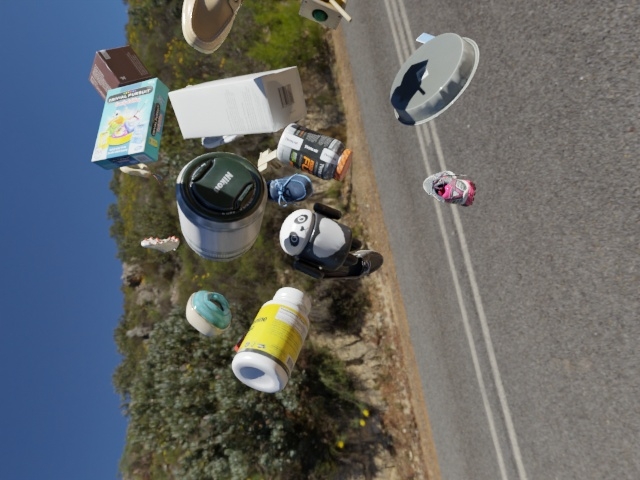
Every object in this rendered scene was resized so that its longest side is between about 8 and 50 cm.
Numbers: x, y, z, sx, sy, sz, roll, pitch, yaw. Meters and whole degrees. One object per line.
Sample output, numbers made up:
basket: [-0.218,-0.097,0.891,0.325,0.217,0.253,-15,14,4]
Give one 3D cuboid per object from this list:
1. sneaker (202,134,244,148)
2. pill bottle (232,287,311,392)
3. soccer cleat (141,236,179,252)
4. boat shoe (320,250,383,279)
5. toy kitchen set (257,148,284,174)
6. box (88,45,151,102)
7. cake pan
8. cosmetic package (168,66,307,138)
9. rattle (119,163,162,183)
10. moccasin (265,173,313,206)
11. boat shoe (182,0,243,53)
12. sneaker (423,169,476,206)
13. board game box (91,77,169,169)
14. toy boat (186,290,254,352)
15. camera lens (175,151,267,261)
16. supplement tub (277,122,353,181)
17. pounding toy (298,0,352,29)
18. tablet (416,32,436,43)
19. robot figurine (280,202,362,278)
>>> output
sneaker: [-0.432,-0.476,1.750,0.281,0.105,0.115,0,113,45]
pill bottle: [-0.150,0.328,1.383,0.334,0.188,0.188,-64,-21,-46]
soccer cleat: [-0.777,0.027,1.959,0.068,0.196,0.076,30,111,31]
boat shoe: [0.115,0.109,1.596,0.095,0.335,0.112,-142,51,-63]
toy kitchen set: [-0.133,-0.223,1.184,0.075,0.068,0.083,39,-140,-41]
box: [-0.923,-0.749,1.849,0.203,0.167,0.168,-27,101,47]
cake pan: [0.319,-0.480,1.183,0.293,0.054,0.293,-33,43,38]
cosmetic package: [-0.252,-0.419,1.232,0.197,0.366,0.155,-45,-49,-47]
rattle: [-0.835,-0.366,1.890,0.130,0.200,0.142,-44,-26,-80]
moccasin: [-0.171,-0.207,1.766,0.342,0.117,0.137,-3,107,50]
boat shoe: [-0.238,-0.625,0.974,0.110,0.122,0.341,7,78,58]
sneaker: [0.465,-0.206,1.524,0.299,0.112,0.120,-130,47,-73]
board game box: [-0.754,-0.463,1.601,0.079,0.254,0.336,43,-136,-64]
toy boat: [-0.368,0.303,1.570,0.318,0.148,0.267,42,180,-14]
camera lens: [-0.262,-0.082,1.073,0.274,0.219,0.219,119,147,-61]
supplement tub: [-0.013,-0.241,1.120,0.117,0.190,0.117,24,-90,-81]
pounding toy: [0.023,-0.637,1.064,0.100,0.130,0.141,162,123,-73]
tablet: [0.395,-0.723,1.450,0.083,0.054,0.006,33,156,21]
robot figurine: [0.000,0.001,1.374,0.173,0.278,0.209,-56,21,33]
